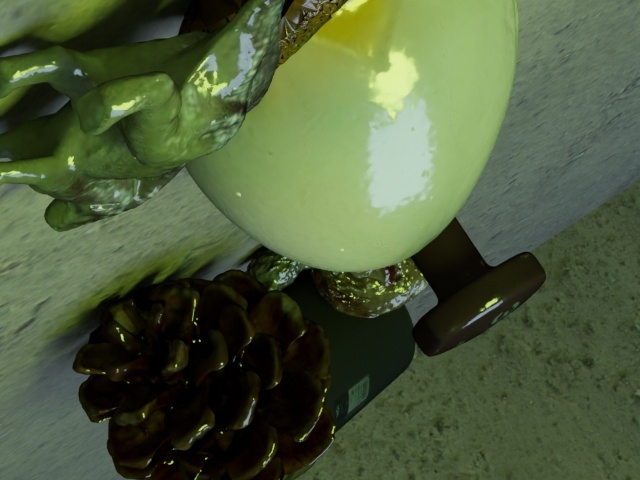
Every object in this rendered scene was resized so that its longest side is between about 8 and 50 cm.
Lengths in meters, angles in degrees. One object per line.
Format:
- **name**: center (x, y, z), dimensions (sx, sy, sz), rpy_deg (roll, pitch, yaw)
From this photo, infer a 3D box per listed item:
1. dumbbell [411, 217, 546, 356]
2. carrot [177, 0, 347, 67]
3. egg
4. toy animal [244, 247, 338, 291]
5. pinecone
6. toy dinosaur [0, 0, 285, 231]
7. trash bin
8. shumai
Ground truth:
- **dumbbell**: center (0.095, -0.015, 1.453), dimensions (0.124, 0.225, 0.140), rpy_deg (-30, 171, -18)
- **carrot**: center (0.008, -0.173, 0.898), dimensions (0.229, 0.069, 0.069), rpy_deg (-41, 168, 25)
- **egg**: center (0.048, -0.093, 1.093), dimensions (0.286, 0.174, 0.264), rpy_deg (-46, 169, 35)
- **toy animal**: center (0.011, -0.003, 1.721), dimensions (0.220, 0.069, 0.086), rpy_deg (-24, -173, -29)
- **pinecone**: center (-0.111, 0.142, 1.530), dimensions (0.244, 0.244, 0.309), rpy_deg (-37, 160, 12)
- **toy dinosaur**: center (-0.114, -0.068, 0.888), dimensions (0.162, 0.077, 0.294), rpy_deg (-13, 174, -38)
- **trash bin**: center (-0.053, 0.168, 1.906), dimensions (0.334, 0.214, 0.214), rpy_deg (-37, 174, -39)
- **shumai**: center (0.054, 0.024, 1.845), dimensions (0.139, 0.123, 0.105), rpy_deg (-25, 164, 25)
